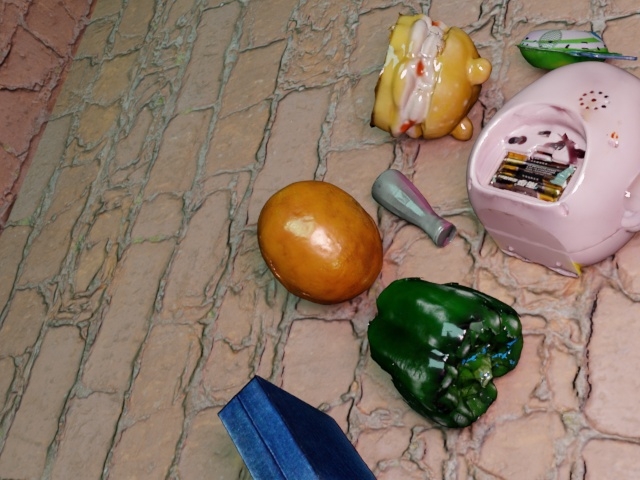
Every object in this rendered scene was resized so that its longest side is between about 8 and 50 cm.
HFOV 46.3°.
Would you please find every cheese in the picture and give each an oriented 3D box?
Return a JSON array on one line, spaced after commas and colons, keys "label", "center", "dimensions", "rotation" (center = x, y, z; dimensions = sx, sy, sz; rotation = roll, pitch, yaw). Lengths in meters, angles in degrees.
[{"label": "cheese", "center": [0.511, -0.381, 1.504], "dimensions": [0.320, 0.204, 0.083], "rotation": [-120, 33, -71]}]

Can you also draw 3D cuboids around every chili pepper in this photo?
[{"label": "chili pepper", "center": [0.217, 0.184, 1.354], "dimensions": [0.256, 0.233, 0.248], "rotation": [25, 75, 49]}]

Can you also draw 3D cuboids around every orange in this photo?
[{"label": "orange", "center": [0.000, 0.000, 1.581], "dimensions": [0.226, 0.284, 0.284], "rotation": [-45, 46, 13]}]

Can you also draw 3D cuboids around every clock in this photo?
[{"label": "clock", "center": [0.453, -0.159, 1.375], "dimensions": [0.368, 0.250, 0.377], "rotation": [22, 77, 44]}]

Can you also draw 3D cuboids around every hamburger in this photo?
[{"label": "hamburger", "center": [0.247, -0.352, 1.651], "dimensions": [0.237, 0.276, 0.276], "rotation": [16, 70, 9]}]

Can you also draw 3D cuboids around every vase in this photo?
[{"label": "vase", "center": [0.204, -0.067, 1.620], "dimensions": [0.086, 0.086, 0.214], "rotation": [-46, 51, 3]}]

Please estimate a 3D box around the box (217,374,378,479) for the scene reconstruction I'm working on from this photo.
[{"label": "box", "center": [-0.018, 0.404, 1.344], "dimensions": [0.116, 0.279, 0.261], "rotation": [-47, 46, 4]}]
